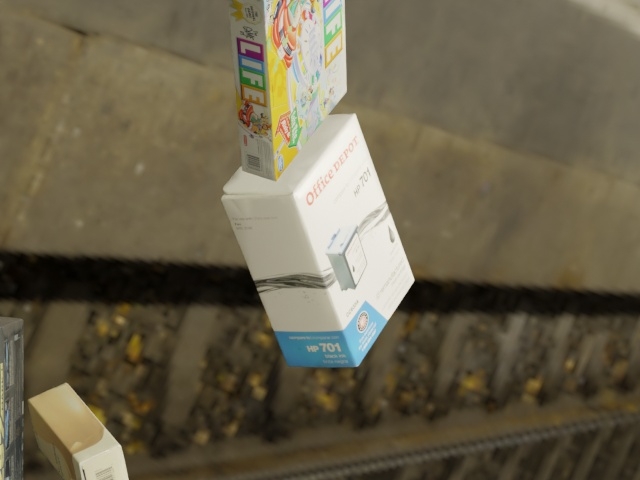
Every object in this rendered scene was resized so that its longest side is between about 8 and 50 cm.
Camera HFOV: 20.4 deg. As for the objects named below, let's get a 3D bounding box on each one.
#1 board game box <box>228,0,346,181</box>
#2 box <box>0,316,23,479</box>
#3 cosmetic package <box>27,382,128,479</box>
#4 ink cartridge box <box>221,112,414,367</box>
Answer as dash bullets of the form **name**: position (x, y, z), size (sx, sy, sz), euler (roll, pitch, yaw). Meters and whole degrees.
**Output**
- **board game box**: position (-0.019, -0.128, 1.127), size (0.103, 0.026, 0.154), euler (-54, 153, -39)
- **box**: position (-0.220, 0.165, 1.105), size (0.183, 0.059, 0.233), euler (-179, -91, -85)
- **cosmetic package**: position (-0.211, 0.180, 1.552), size (0.041, 0.115, 0.060), euler (-22, 124, -23)
- **ink cartridge box**: position (0.000, 0.000, 1.615), size (0.140, 0.082, 0.191), euler (-54, 134, -44)
